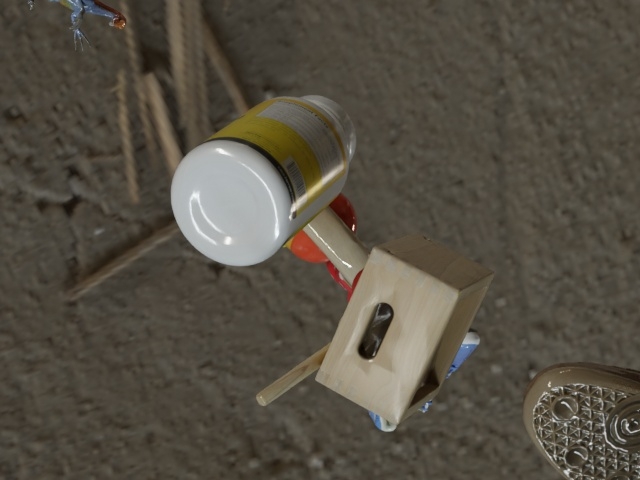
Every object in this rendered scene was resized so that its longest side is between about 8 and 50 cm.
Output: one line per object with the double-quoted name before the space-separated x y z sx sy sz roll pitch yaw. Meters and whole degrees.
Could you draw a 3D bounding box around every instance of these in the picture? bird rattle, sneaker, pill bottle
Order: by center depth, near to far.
"sneaker" 0.178 0.103 0.786 0.188 0.066 0.071 24 20 -26
"pill bottle" -0.038 -0.057 1.169 0.103 0.103 0.184 61 31 -8
"bird rattle" 0.000 0.000 1.493 0.253 0.143 0.207 56 2 16
"sneaker" 0.136 0.178 1.875 0.080 0.211 0.081 9 55 -38

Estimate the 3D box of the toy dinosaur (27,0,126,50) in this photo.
"toy dinosaur" -0.204 -0.204 1.210 0.082 0.047 0.090 -1 101 -17

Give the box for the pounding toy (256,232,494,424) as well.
"pounding toy" 0.043 0.071 1.066 0.100 0.141 0.130 28 14 15
